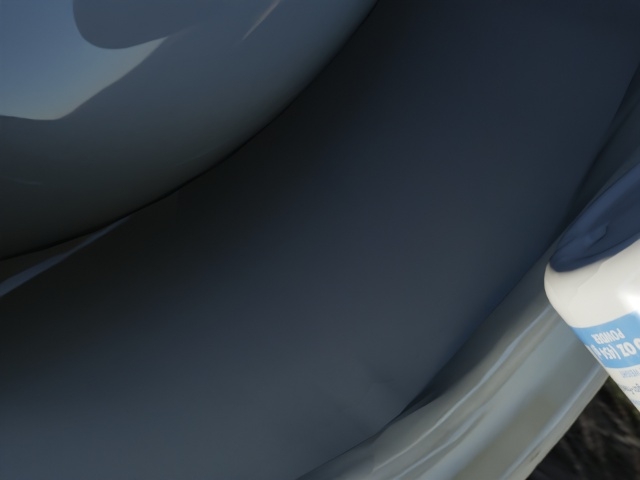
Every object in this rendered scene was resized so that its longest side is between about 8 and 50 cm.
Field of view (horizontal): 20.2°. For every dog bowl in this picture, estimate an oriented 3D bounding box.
[{"bbox_3d":[-0.033,-0.119,0.356,0.408,0.150,0.408,-31,132,-42],"label":"dog bowl"}]

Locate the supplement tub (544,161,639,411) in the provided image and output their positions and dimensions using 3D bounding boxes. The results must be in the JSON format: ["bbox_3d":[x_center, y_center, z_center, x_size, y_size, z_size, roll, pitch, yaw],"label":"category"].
[{"bbox_3d":[0.106,0.027,0.391,0.071,0.071,0.107,-41,97,-9],"label":"supplement tub"}]
